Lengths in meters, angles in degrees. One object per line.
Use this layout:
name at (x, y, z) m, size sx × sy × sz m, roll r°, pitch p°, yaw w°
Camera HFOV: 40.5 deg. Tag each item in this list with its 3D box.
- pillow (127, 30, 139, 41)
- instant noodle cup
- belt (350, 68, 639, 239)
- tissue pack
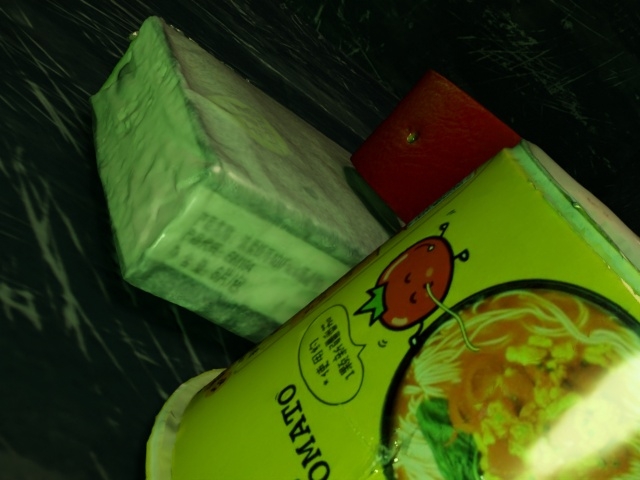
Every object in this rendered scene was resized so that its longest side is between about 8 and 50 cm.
pillow at (-0.108, -0.144, 0.985) m, size 0.255 × 0.059 × 0.169 m, roll 38°, pitch 16°, yaw -12°
instant noodle cup at (0.107, 0.119, 0.478) m, size 0.325 × 0.254 × 0.325 m, roll 40°, pitch 17°, yaw -15°
belt at (0.163, -0.005, 0.708) m, size 0.324 × 0.115 × 0.227 m, roll 47°, pitch 13°, yaw 32°
tissue pack at (0.000, 0.000, 0.751) m, size 0.394 × 0.124 × 0.288 m, roll 32°, pitch 18°, yaw -34°
